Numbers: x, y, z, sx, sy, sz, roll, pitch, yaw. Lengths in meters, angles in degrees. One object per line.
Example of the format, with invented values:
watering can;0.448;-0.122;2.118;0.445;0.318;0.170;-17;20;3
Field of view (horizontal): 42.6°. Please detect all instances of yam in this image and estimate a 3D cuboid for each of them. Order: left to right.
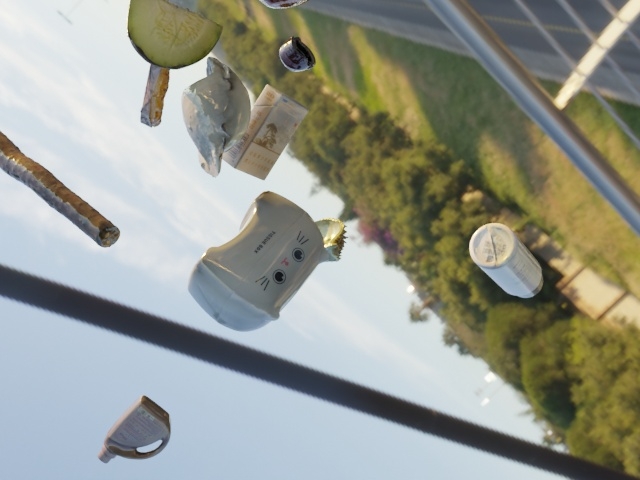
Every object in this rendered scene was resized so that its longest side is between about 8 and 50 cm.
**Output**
yam;-0.397;-0.086;1.147;0.327;0.045;0.045;35;-162;27

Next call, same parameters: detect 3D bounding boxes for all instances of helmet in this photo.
helmet;-0.068;-0.506;2.259;0.098;0.070;0.123;62;-163;9

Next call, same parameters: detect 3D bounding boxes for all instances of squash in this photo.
squash;-0.348;-0.486;1.953;0.237;0.204;0.155;17;174;-20

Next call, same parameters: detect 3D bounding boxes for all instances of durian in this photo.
durian;0.000;0.000;2.489;0.139;0.144;0.252;-2;-170;-45

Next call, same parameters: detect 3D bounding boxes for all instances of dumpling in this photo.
dumpling;-0.268;-0.288;1.968;0.175;0.243;0.227;34;155;-11

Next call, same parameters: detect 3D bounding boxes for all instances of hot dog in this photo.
hot dog;-0.499;-0.464;2.496;0.069;0.252;0.131;11;-160;-13

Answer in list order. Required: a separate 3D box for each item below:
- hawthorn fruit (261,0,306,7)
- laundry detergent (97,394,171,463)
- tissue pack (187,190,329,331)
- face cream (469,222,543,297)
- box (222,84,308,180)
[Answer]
hawthorn fruit;-0.096;-0.652;1.966;0.210;0.210;0.262;44;-151;-14
laundry detergent;-0.574;0.622;2.572;0.171;0.237;0.076;40;180;-11
tissue pack;-0.145;0.065;2.025;0.236;0.333;0.229;39;152;4
face cream;0.377;0.054;1.603;0.092;0.092;0.311;49;-172;32
box;-0.145;-0.284;2.180;0.067;0.233;0.149;38;-171;26
